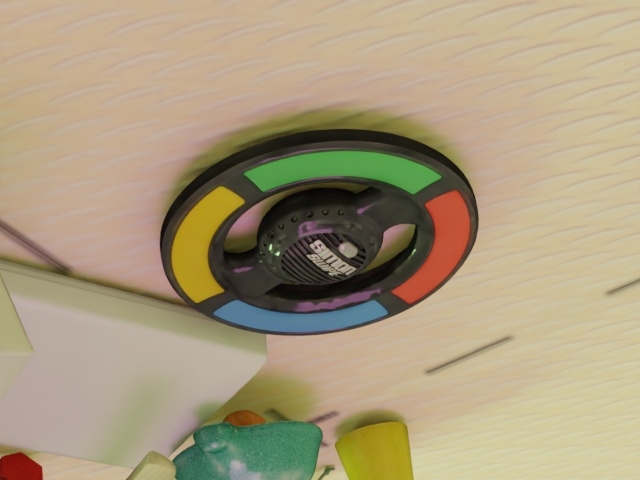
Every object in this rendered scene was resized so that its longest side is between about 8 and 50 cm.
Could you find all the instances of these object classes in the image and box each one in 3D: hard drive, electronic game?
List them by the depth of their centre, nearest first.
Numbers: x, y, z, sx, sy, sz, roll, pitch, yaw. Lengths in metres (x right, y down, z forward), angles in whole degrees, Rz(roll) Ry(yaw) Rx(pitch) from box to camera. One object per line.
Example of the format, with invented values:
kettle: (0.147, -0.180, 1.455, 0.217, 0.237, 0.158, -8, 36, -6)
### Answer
electronic game: (0.000, 0.000, 0.984, 0.229, 0.048, 0.229, -6, 143, -4)
hard drive: (-0.224, 0.098, 1.073, 0.307, 0.040, 0.203, 16, 137, -30)

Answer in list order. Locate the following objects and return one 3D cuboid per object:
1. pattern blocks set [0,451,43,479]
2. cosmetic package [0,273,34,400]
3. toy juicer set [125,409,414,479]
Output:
pattern blocks set: (-0.346, 0.257, 1.059, 0.325, 0.285, 0.026, 13, 126, -35)
cosmetic package: (-0.347, 0.112, 0.865, 0.155, 0.197, 0.365, 4, 133, -43)
toy juicer set: (-0.088, 0.206, 1.201, 0.329, 0.089, 0.209, 11, 145, -45)
